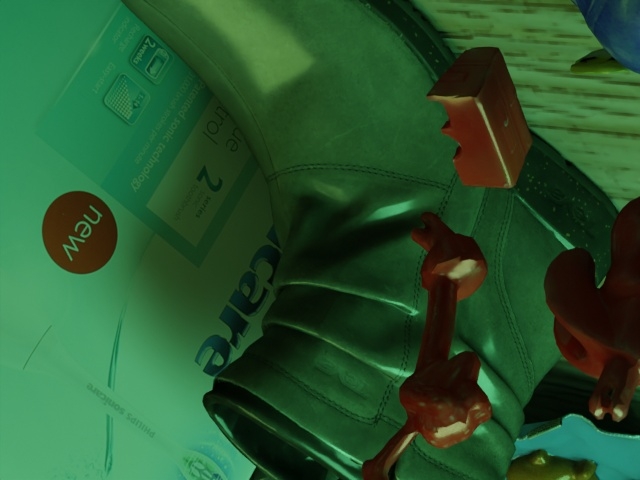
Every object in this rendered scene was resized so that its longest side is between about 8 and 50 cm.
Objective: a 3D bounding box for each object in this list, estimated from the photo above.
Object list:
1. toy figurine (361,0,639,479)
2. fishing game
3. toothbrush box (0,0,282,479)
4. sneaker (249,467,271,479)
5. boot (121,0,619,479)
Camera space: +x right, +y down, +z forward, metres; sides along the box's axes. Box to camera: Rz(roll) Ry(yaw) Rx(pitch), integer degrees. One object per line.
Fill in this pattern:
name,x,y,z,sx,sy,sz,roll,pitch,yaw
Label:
toy figurine,0.148,-0.045,0.374,0.362,0.191,0.217,7,143,33
fishing game,0.126,0.144,0.857,0.264,0.041,0.189,-5,140,27
toothbrush box,-0.140,-0.022,0.684,0.295,0.216,0.126,42,153,-24
sneaker,-0.068,0.105,1.022,0.124,0.107,0.283,22,164,-38
boot,0.000,0.000,0.640,0.246,0.161,0.083,38,153,-17
